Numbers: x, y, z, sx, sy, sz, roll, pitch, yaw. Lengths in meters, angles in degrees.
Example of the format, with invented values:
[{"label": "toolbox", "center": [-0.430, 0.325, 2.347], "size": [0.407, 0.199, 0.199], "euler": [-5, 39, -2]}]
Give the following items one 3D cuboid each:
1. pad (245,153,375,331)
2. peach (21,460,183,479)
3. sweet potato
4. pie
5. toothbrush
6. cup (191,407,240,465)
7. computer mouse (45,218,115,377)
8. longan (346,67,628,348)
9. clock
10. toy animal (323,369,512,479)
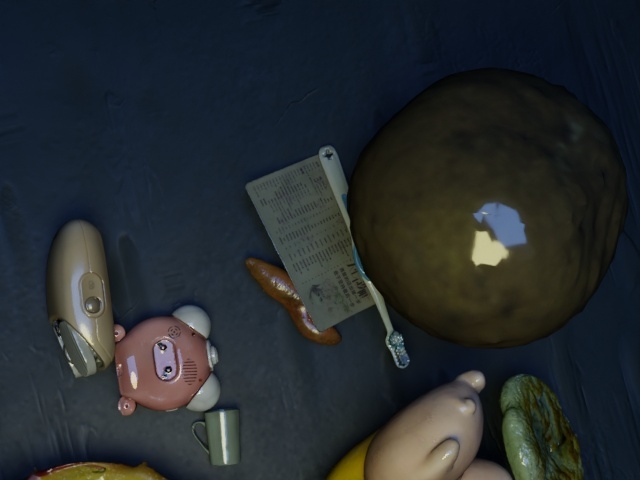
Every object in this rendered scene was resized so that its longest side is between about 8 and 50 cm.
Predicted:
[{"label": "pad", "center": [0.000, 0.000, 1.629], "size": [0.159, 0.009, 0.265], "euler": [-26, 87, -31]}, {"label": "peach", "center": [-0.307, 0.454, 1.446], "size": [0.361, 0.201, 0.258], "euler": [-10, 58, -17]}, {"label": "sweet potato", "center": [-0.040, 0.094, 1.613], "size": [0.202, 0.055, 0.058], "euler": [46, 113, -3]}, {"label": "pie", "center": [0.345, 0.318, 1.581], "size": [0.054, 0.240, 0.241], "euler": [-22, 85, 29]}, {"label": "toothbrush", "center": [0.069, 0.023, 1.639], "size": [0.040, 0.040, 0.386], "euler": [-17, 76, -12]}, {"label": "cup", "center": [-0.159, 0.303, 1.563], "size": [0.074, 0.054, 0.083], "euler": [-4, 85, -12]}, {"label": "computer mouse", "center": [-0.362, 0.086, 1.509], "size": [0.081, 0.145, 0.237], "euler": [-4, 85, -26]}, {"label": "longan", "center": [0.238, -0.044, 1.508], "size": [0.404, 0.404, 0.436], "euler": [40, 55, -3]}, {"label": "clock", "center": [-0.234, 0.186, 1.548], "size": [0.162, 0.093, 0.166], "euler": [-8, 83, -14]}, {"label": "toy animal", "center": [0.186, 0.353, 1.493], "size": [0.277, 0.345, 0.247], "euler": [-29, 76, -44]}]
